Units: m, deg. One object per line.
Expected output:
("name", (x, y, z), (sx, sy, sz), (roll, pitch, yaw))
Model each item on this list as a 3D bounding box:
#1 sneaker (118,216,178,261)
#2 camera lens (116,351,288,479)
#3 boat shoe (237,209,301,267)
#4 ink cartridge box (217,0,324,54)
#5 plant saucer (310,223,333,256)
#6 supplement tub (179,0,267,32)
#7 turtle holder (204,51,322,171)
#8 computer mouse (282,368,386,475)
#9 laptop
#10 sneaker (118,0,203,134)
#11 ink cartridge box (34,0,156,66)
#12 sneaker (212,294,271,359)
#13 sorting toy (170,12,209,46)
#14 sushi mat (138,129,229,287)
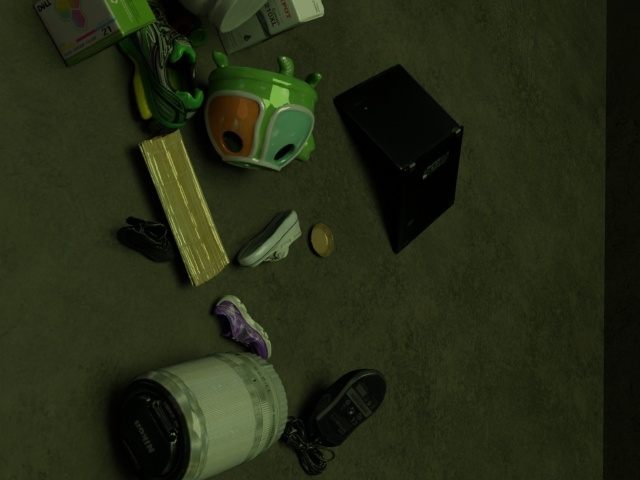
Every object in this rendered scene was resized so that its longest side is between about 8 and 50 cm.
("sneaker", (-0.325, -0.002, 1.655), (0.170, 0.089, 0.051), (26, 61, -44))
("camera lens", (-0.223, 0.331, 1.587), (0.274, 0.219, 0.219), (-8, 87, -51))
("boat shoe", (-0.102, 0.010, 1.924), (0.226, 0.083, 0.075), (-47, 115, -46))
("ink cartridge box", (-0.132, -0.543, 1.911), (0.100, 0.237, 0.172), (-34, 107, -49))
("plant saucer", (0.000, 0.000, 2.103), (0.083, 0.015, 0.083), (17, 68, -48))
("supplement tub", (-0.244, -0.613, 1.722), (0.331, 0.241, 0.241), (46, 44, -2))
("turtle holder", (-0.131, -0.270, 1.882), (0.320, 0.243, 0.227), (66, 32, -88))
("computer mouse", (0.032, 0.389, 1.950), (0.272, 0.072, 0.188), (-39, 118, -14))
("laptop", (0.225, -0.244, 2.437), (0.382, 0.236, 0.407), (-37, 137, -48))
("sneaker", (-0.316, -0.399, 1.718), (0.134, 0.146, 0.343), (-16, 85, -52))
("ink cartridge box", (-0.447, -0.476, 1.558), (0.097, 0.189, 0.255), (-44, 112, -45))
("sneaker", (-0.173, 0.197, 1.822), (0.071, 0.068, 0.170), (-46, 108, -29))
("sorting toy", (-0.289, -0.469, 1.859), (0.102, 0.061, 0.042), (18, 32, -54))
("sushi mat", (-0.280, -0.069, 1.759), (0.151, 0.019, 0.316), (-39, 112, -64))
